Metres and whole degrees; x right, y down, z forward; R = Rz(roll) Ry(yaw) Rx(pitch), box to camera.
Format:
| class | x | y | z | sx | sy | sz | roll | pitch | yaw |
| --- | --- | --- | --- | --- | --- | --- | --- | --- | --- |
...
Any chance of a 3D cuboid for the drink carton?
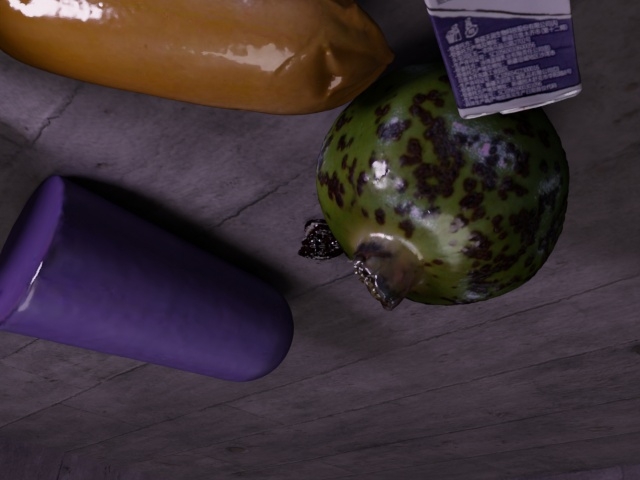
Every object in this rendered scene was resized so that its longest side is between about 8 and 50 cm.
| class | x | y | z | sx | sy | sz | roll | pitch | yaw |
| --- | --- | --- | --- | --- | --- | --- | --- | --- | --- |
| drink carton | 0.127 | -0.218 | 0.488 | 0.101 | 0.134 | 0.222 | -7 | 146 | 21 |

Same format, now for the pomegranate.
| class | x | y | z | sx | sy | sz | roll | pitch | yaw |
| --- | --- | --- | --- | --- | --- | --- | --- | --- | --- |
| pomegranate | 0.112 | -0.044 | 0.660 | 0.254 | 0.270 | 0.254 | 30 | 148 | 21 |

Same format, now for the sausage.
| class | x | y | z | sx | sy | sz | roll | pitch | yaw |
| --- | --- | --- | --- | --- | --- | --- | --- | --- | --- |
| sausage | -0.114 | -0.180 | 0.566 | 0.353 | 0.116 | 0.134 | 12 | 140 | 9 |

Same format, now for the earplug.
| class | x | y | z | sx | sy | sz | roll | pitch | yaw |
| --- | --- | --- | --- | --- | --- | --- | --- | --- | --- |
| earplug | -0.230 | 0.089 | 0.990 | 0.455 | 0.215 | 0.215 | 26 | 143 | -35 |

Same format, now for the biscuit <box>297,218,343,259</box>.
| class | x | y | z | sx | sy | sz | roll | pitch | yaw |
| --- | --- | --- | --- | --- | --- | --- | --- | --- | --- |
| biscuit | 0.000 | 0.000 | 0.960 | 0.089 | 0.027 | 0.087 | -13 | 144 | 29 |
